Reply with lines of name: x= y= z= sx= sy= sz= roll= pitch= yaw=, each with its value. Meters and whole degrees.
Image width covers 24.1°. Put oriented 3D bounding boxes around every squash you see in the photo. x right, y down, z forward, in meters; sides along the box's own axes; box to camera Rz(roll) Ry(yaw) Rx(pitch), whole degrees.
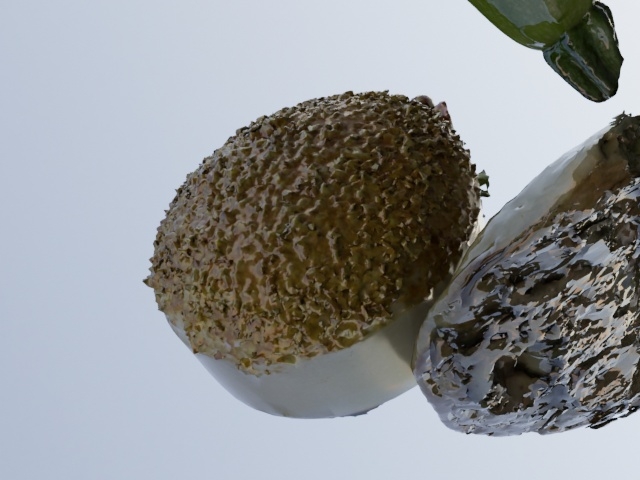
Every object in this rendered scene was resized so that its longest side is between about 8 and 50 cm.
squash: x=0.141 y=-0.148 z=0.919 sx=0.132 sy=0.105 sz=0.105 roll=54 pitch=-152 yaw=-20

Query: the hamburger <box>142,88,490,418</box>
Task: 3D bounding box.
hamburger: x=0.000 y=0.000 z=1.194 sx=0.294 sy=0.276 sz=0.179 roll=-80 pitch=-28 yaw=-52

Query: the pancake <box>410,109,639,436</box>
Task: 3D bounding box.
pancake: x=0.232 y=0.013 z=1.047 sx=0.382 sy=0.382 sz=0.071 roll=13 pitch=-141 yaw=-49
